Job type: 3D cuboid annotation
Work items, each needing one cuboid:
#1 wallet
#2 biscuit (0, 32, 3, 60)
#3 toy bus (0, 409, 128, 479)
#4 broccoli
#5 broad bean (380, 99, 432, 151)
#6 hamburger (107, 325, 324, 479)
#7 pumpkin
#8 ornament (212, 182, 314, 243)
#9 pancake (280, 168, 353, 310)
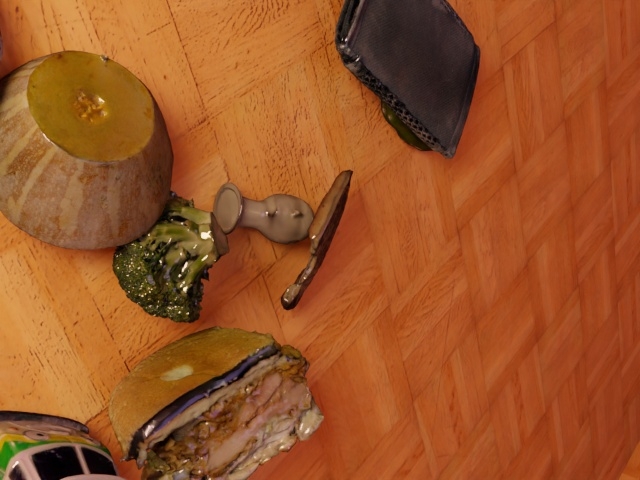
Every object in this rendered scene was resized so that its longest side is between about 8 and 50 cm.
[{"bbox_3d":[0.144,-0.307,1.236,0.342,0.075,0.237,33,65,-46],"label":"wallet"},{"bbox_3d":[-0.390,-0.171,0.650,0.259,0.079,0.259,-18,114,-46],"label":"biscuit"},{"bbox_3d":[-0.317,0.351,0.805,0.143,0.179,0.305,26,80,-50],"label":"toy bus"},{"bbox_3d":[-0.181,0.014,0.920,0.146,0.138,0.162,51,24,-49],"label":"broccoli"},{"bbox_3d":[0.165,-0.199,1.335,0.227,0.039,0.069,14,95,-52],"label":"broad bean"},{"bbox_3d":[-0.141,0.211,0.983,0.288,0.192,0.168,-27,111,-29],"label":"hamburger"},{"bbox_3d":[-0.236,-0.104,0.794,0.217,0.110,0.217,7,76,-30],"label":"pumpkin"},{"bbox_3d":[-0.071,-0.034,1.070,0.156,0.081,0.075,11,72,-46],"label":"ornament"},{"bbox_3d":[0.000,0.000,1.120,0.212,0.029,0.235,-55,169,-66],"label":"pancake"}]
